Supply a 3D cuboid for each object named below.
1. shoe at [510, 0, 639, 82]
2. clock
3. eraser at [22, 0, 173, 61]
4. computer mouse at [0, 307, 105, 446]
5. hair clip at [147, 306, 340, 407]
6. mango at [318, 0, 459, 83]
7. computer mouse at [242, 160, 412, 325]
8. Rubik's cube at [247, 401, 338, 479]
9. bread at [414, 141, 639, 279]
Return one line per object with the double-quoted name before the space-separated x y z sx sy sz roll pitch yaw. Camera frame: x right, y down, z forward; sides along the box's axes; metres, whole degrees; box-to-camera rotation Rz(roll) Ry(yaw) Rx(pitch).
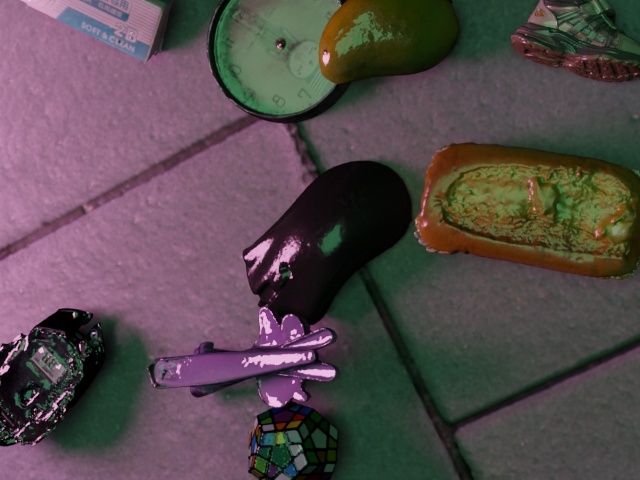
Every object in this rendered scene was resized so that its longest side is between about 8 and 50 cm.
"shoe" 0.340 -0.265 1.698 0.180 0.089 0.092 16 82 12
"clock" -0.053 -0.269 1.818 0.215 0.042 0.215 0 90 15
"eraser" -0.320 -0.340 1.846 0.225 0.052 0.095 26 128 3
"computer mouse" -0.398 0.196 1.891 0.241 0.077 0.146 -46 80 7
"hair clip" -0.092 0.159 1.783 0.278 0.090 0.137 -8 78 24
"mango" 0.089 -0.275 1.738 0.191 0.085 0.122 -9 103 -12
"computer mouse" 0.000 0.000 1.787 0.147 0.088 0.264 45 103 13
"Rubik's cube" -0.037 0.282 1.779 0.112 0.133 0.133 8 92 -12
"bread" 0.274 -0.041 1.696 0.288 0.119 0.152 10 97 14
